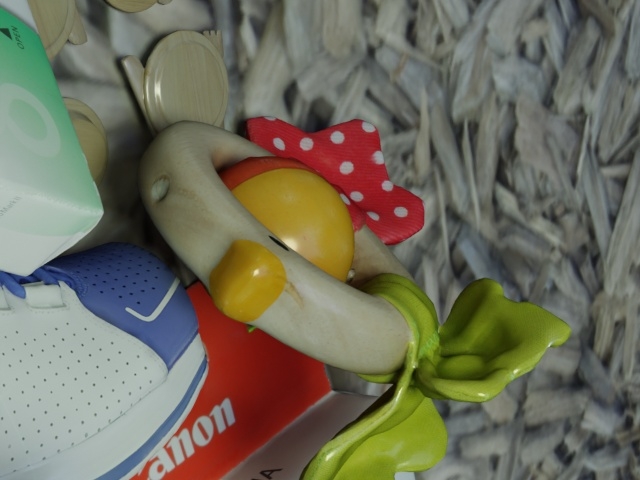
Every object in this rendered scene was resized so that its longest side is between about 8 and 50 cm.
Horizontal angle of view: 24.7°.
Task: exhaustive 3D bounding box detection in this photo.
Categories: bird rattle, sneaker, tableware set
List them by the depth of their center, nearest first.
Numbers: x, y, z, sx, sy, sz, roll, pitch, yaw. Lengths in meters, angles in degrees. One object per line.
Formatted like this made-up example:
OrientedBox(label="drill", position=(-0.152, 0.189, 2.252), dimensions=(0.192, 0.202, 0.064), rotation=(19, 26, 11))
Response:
OrientedBox(label="sneaker", position=(-0.184, 0.036, 0.582), dimensions=(0.315, 0.127, 0.182), rotation=(-28, 117, -44))
OrientedBox(label="bird rattle", position=(0.000, 0.000, 0.729), dimensions=(0.143, 0.253, 0.207), rotation=(-43, 135, 19))
OrientedBox(label="tableware set", position=(-0.111, -0.097, 0.744), dimensions=(0.168, 0.020, 0.141), rotation=(-33, 117, -44))

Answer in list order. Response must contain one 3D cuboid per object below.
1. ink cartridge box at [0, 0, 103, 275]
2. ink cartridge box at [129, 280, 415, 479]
OrientedBox(label="ink cartridge box", position=(-0.197, -0.090, 0.537), dimensions=(0.224, 0.056, 0.181), rotation=(22, 36, -50))
OrientedBox(label="ink cartridge box", position=(-0.052, 0.152, 0.808), dimensions=(0.275, 0.060, 0.239), rotation=(-34, 120, -44))
